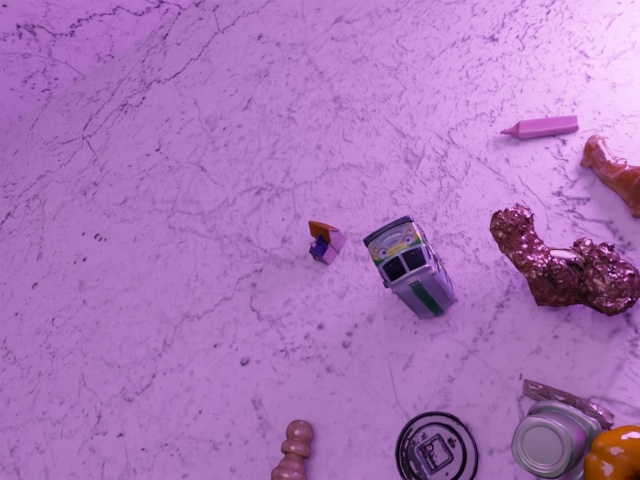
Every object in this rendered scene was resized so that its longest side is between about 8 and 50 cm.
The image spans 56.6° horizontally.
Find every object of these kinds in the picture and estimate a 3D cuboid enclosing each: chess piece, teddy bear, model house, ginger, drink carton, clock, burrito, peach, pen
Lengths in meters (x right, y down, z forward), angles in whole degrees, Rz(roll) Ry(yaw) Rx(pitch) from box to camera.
[{"bbox_3d":[-0.059,0.519,1.430,0.094,0.094,0.170,0,57,29],"label":"chess piece"},{"bbox_3d":[0.531,0.032,1.281,0.222,0.246,0.296,-28,81,35],"label":"teddy bear"},{"bbox_3d":[0.000,0.000,1.672,0.088,0.100,0.101,24,77,36],"label":"model house"},{"bbox_3d":[0.715,-0.159,1.377,0.131,0.086,0.294,-50,43,24],"label":"ginger"},{"bbox_3d":[0.445,0.393,1.158,0.144,0.142,0.146,20,92,37],"label":"drink carton"},{"bbox_3d":[0.255,0.471,1.303,0.184,0.040,0.184,-14,58,23],"label":"clock"},{"bbox_3d":[0.512,0.338,1.235,0.185,0.041,0.045,16,63,32],"label":"burrito"},{"bbox_3d":[0.573,0.431,1.092,0.179,0.103,0.179,0,84,1],"label":"peach"},{"bbox_3d":[0.572,-0.296,1.563,0.197,0.032,0.053,-2,64,25],"label":"pen"}]

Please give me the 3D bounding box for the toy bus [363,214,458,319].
[{"bbox_3d":[0.222,0.072,1.400,0.133,0.276,0.165,-29,57,13],"label":"toy bus"}]
